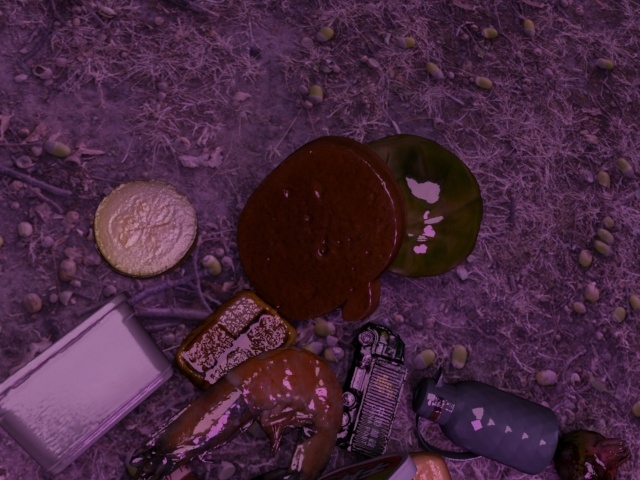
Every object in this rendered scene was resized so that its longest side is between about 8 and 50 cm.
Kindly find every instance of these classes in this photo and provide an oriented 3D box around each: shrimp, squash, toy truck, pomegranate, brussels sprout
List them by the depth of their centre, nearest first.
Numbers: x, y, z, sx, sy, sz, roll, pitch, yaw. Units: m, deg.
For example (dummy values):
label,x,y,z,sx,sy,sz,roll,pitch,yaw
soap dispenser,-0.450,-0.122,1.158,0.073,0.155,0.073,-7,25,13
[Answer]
label,x,y,z,sx,sy,sz,roll,pitch,yaw
shrimp,-0.150,0.375,1.064,0.444,0.085,0.272,-26,97,-20
toy truck,0.101,0.307,1.204,0.121,0.088,0.259,20,71,-3
pomegranate,0.577,0.466,1.221,0.138,0.163,0.126,-25,96,-40
squash,-0.371,-0.025,1.236,0.219,0.041,0.220,2,74,-7
brussels sprout,0.162,-0.080,1.243,0.354,0.281,0.290,6,102,9

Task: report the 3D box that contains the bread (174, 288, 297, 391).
label,x,y,z,sx,sy,sz,roll,pitch,yaw
bread,-0.166,0.218,1.171,0.181,0.096,0.222,45,70,7

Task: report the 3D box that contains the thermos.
label,x,y,z,sx,sy,sz,roll,pitch,yaw
thermos,0.325,0.381,1.209,0.286,0.145,0.182,21,103,-3

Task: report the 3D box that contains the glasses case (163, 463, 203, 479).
label,x,y,z,sx,sy,sz,roll,pitch,yaw
glasses case,-0.208,0.541,1.059,0.321,0.082,0.122,44,59,6

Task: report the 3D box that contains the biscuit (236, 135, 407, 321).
label,x,y,z,sx,sy,sz,roll,pitch,yaw
biscuit,0.005,-0.002,1.154,0.351,0.394,0.070,59,33,3

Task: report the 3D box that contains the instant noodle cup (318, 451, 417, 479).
label,x,y,z,sx,sy,sz,roll,pitch,yaw
instant noodle cup,0.088,0.572,0.999,0.293,0.294,0.308,-22,82,-18

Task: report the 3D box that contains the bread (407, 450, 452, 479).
label,x,y,z,sx,sy,sz,roll,pitch,yaw
bread,0.201,0.529,1.148,0.147,0.098,0.218,-9,75,-18

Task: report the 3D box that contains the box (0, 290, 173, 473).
label,x,y,z,sx,sy,sz,roll,pitch,yaw
box,-0.428,0.262,1.067,0.311,0.175,0.182,-40,93,-21
